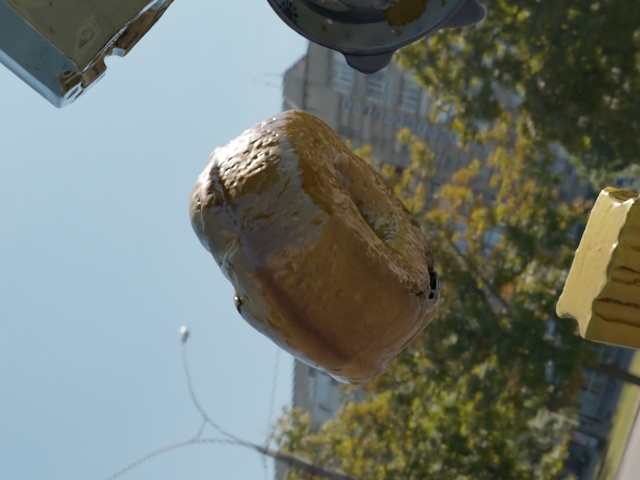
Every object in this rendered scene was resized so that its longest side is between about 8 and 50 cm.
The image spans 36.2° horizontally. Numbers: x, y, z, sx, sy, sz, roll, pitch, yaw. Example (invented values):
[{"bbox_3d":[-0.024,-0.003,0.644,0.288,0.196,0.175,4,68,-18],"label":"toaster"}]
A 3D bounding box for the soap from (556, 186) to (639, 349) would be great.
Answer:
[{"bbox_3d":[0.499,0.053,1.313,0.096,0.324,0.204,-127,52,-65],"label":"soap"}]

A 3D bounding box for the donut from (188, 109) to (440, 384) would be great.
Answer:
[{"bbox_3d":[0.000,0.000,1.047,0.150,0.317,0.299,-41,-31,16],"label":"donut"}]

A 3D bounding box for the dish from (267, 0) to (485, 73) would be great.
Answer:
[{"bbox_3d":[0.053,-0.277,0.894,0.086,0.227,0.236,-90,21,-47],"label":"dish"}]

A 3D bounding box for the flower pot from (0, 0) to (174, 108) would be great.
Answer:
[{"bbox_3d":[-0.285,-0.287,0.971,0.290,0.259,0.290,-45,10,10],"label":"flower pot"}]
